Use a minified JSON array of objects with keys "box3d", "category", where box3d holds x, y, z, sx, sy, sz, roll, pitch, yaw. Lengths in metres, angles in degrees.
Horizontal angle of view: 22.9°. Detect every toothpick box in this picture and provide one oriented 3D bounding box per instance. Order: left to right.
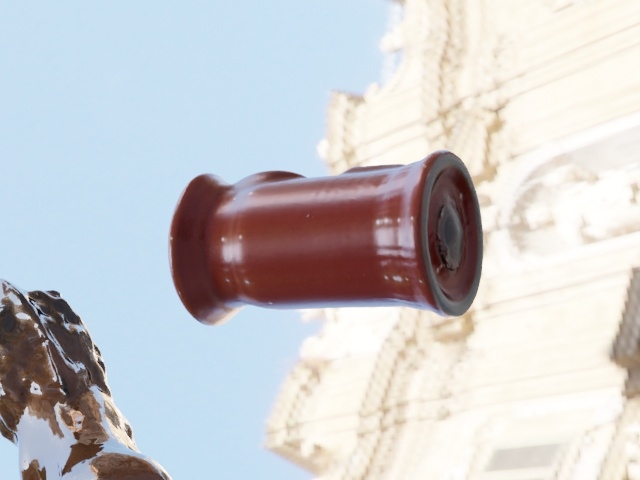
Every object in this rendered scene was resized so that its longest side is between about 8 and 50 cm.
[{"box3d":[0.000,0.000,0.448,0.047,0.083,0.047,12,-104,-63],"category":"toothpick box"}]

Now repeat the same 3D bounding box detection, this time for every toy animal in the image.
[{"box3d":[-0.131,0.132,0.871,0.097,0.312,0.157,-21,-59,-17],"category":"toy animal"}]
